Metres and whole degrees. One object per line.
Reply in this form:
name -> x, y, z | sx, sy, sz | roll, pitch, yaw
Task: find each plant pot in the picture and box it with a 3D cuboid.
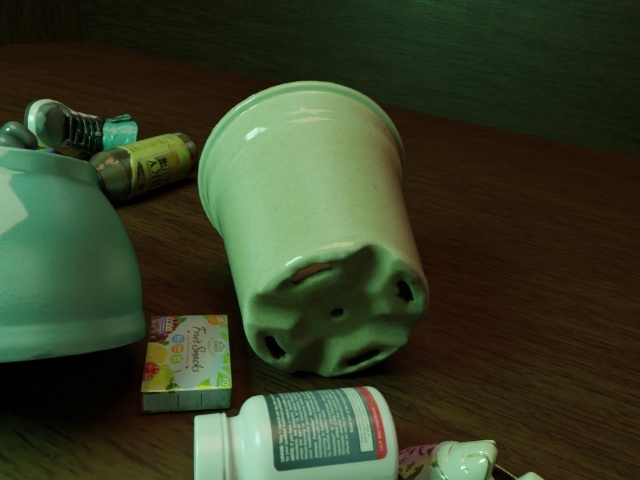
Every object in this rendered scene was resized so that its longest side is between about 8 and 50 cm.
plant pot -> -0.337, 0.008, 0.547 | 0.292, 0.197, 0.293 | 2, -2, 0
plant pot -> 0.000, 0.000, 0.701 | 0.333, 0.334, 0.306 | 1, 39, -14

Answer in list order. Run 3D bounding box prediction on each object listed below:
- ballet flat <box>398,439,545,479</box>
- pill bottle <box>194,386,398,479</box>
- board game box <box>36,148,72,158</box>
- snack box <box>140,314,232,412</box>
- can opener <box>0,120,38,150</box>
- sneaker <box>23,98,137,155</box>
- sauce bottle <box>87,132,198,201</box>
ballet flat -> 0.178, 0.243, 0.485 | 0.221, 0.079, 0.076 | 23, 31, 28
pill bottle -> -0.027, 0.200, 0.482 | 0.179, 0.108, 0.108 | 0, 28, -15
board game box -> -0.640, -0.109, 0.996 | 0.208, 0.056, 0.346 | 28, 32, 26
snack box -> -0.163, 0.147, 0.628 | 0.100, 0.037, 0.141 | 2, 27, -15
can opener -> -0.472, -0.039, 0.684 | 0.283, 0.095, 0.076 | -33, 35, 15
sneaker -> -0.515, -0.240, 1.158 | 0.178, 0.124, 0.295 | 7, 5, 1
sauce bottle -> -0.401, -0.143, 1.060 | 0.111, 0.112, 0.344 | 19, 31, 22
